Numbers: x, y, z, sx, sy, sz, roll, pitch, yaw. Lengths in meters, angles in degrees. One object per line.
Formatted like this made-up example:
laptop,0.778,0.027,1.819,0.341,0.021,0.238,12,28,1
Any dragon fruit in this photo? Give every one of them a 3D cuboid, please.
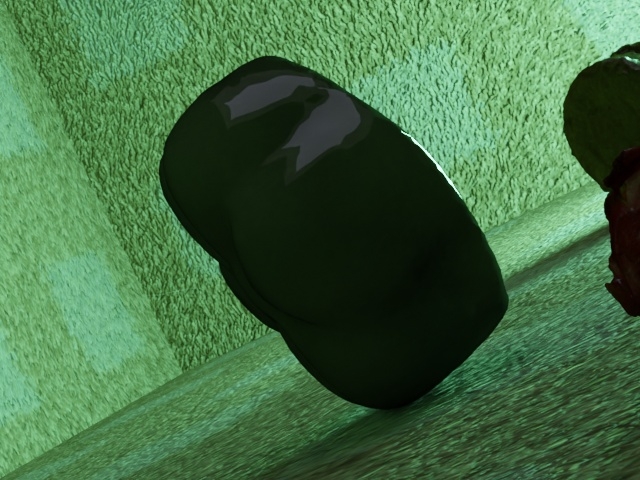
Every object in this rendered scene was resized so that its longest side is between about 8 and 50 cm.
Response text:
dragon fruit,0.159,0.004,0.665,0.068,0.112,0.126,-41,6,-23

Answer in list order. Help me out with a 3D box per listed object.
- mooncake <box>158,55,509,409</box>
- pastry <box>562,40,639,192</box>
mooncake,0.000,0.000,1.081,0.135,0.275,0.275,-42,3,-11
pastry,0.376,-0.139,1.807,0.103,0.188,0.189,-33,4,-37
